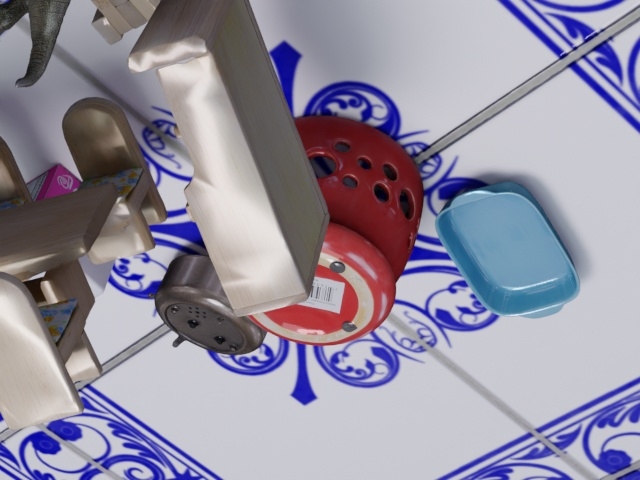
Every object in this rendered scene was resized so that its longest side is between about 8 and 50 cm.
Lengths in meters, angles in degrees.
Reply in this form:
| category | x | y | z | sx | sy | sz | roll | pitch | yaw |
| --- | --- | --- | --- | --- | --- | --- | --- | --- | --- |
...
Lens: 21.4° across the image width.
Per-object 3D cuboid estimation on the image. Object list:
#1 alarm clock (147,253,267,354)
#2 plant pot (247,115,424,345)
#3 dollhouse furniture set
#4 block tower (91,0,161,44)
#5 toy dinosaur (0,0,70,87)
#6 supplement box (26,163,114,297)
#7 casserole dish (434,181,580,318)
| category | x | y | z | sx | sy | sz | roll | pitch | yaw |
| --- | --- | --- | --- | --- | --- | --- | --- | --- | --- |
| alarm clock | -0.107 | 0.068 | 1.837 | 0.129 | 0.064 | 0.192 | 33 | 146 | -17 |
| plant pot | 0.000 | 0.000 | 1.699 | 0.191 | 0.174 | 0.191 | 7 | 137 | 7 |
| dollhouse furniture set | -0.225 | -0.046 | 1.490 | 0.394 | 0.362 | 0.257 | -14 | 115 | 15 |
| block tower | -0.078 | -0.291 | 1.493 | 0.335 | 0.091 | 0.097 | -22 | 124 | 30 |
| toy dinosaur | -0.222 | -0.255 | 1.396 | 0.160 | 0.314 | 0.121 | -30 | 118 | 28 |
| supplement box | -0.331 | 0.029 | 1.846 | 0.220 | 0.114 | 0.111 | -27 | 121 | 34 |
| casserole dish | 0.195 | 0.006 | 1.752 | 0.114 | 0.037 | 0.188 | -16 | 127 | 27 |
